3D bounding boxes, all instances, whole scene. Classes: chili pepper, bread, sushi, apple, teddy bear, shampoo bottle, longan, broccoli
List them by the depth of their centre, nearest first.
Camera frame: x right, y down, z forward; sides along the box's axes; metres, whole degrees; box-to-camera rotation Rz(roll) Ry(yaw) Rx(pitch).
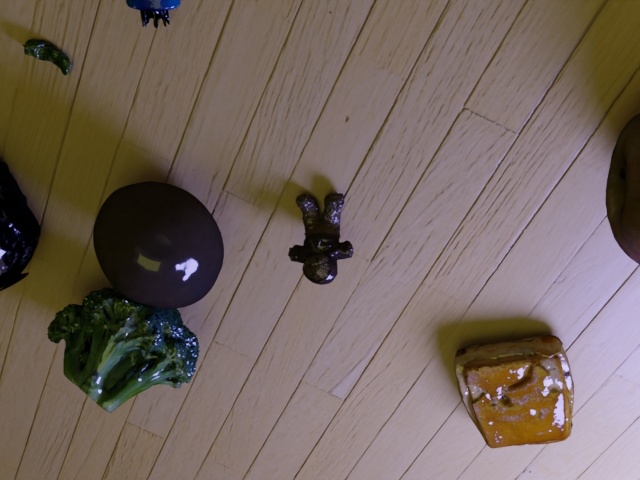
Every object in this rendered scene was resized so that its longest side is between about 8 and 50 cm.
[{"bbox_3d":[0.539,-0.072,1.203,0.234,0.256,0.256,8,125,5],"label":"apple"},{"bbox_3d":[-0.262,-0.416,1.283,0.087,0.050,0.183,4,123,8],"label":"shampoo bottle"},{"bbox_3d":[-0.459,-0.313,1.415,0.091,0.034,0.030,27,158,-6],"label":"chili pepper"},{"bbox_3d":[0.002,-0.001,1.478,0.119,0.078,0.160,-1,84,16],"label":"teddy bear"},{"bbox_3d":[-0.282,0.010,1.479,0.248,0.248,0.248,6,124,9],"label":"longan"},{"bbox_3d":[-0.719,-0.006,1.522,0.329,0.285,0.327,-12,120,21],"label":"sushi"},{"bbox_3d":[0.369,0.293,1.577,0.211,0.099,0.235,-9,120,18],"label":"bread"},{"bbox_3d":[-0.375,0.207,1.618,0.295,0.245,0.265,24,149,26],"label":"broccoli"}]
